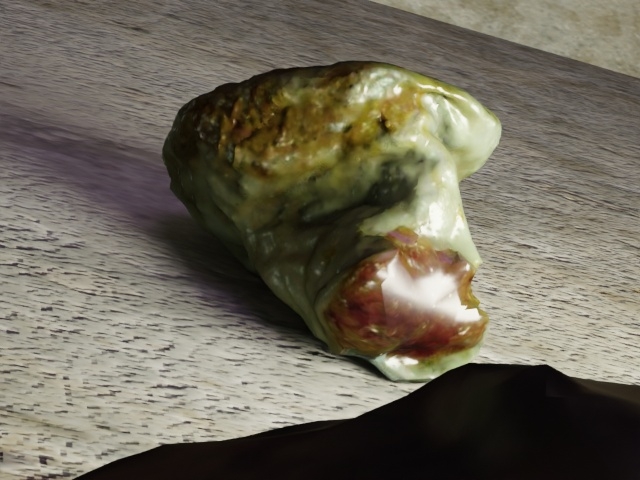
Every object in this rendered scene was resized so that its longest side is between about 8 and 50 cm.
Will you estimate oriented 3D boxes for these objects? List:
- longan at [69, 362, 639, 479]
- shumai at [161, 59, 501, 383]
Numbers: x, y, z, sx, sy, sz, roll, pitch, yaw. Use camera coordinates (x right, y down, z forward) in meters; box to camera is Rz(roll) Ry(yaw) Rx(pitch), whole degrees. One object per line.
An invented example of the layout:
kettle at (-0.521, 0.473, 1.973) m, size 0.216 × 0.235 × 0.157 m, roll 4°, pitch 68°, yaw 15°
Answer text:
longan at (0.032, 0.173, 0.438) m, size 0.318 × 0.319 × 0.319 m, roll 17°, pitch 18°, yaw -6°
shumai at (0.000, 0.000, 1.226) m, size 0.222 × 0.204 × 0.272 m, roll 13°, pitch -16°, yaw -24°
